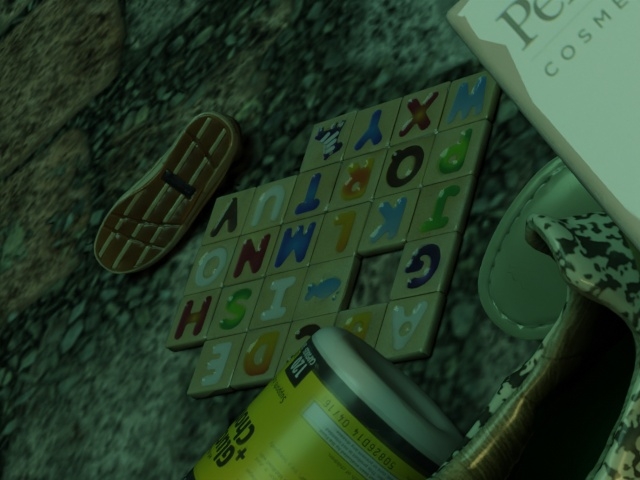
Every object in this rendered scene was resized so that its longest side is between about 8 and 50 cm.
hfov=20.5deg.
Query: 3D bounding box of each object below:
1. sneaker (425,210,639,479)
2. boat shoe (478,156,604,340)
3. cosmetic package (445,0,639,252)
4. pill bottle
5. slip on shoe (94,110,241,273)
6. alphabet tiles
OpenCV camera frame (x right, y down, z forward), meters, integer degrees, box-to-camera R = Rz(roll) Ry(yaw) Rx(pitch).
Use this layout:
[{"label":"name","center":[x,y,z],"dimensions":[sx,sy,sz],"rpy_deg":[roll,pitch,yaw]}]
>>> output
[{"label":"sneaker","center":[0.169,0.024,0.695],"dimensions":[0.410,0.182,0.158],"rpy_deg":[-53,33,-3]},{"label":"boat shoe","center":[0.173,-0.033,0.856],"dimensions":[0.228,0.069,0.081],"rpy_deg":[-44,73,20]},{"label":"cosmetic package","center":[0.241,0.011,0.505],"dimensions":[0.217,0.156,0.385],"rpy_deg":[-45,63,12]},{"label":"pill bottle","center":[-0.019,0.140,0.886],"dimensions":[0.184,0.103,0.103],"rpy_deg":[-48,33,5]},{"label":"slip on shoe","center":[-0.102,-0.032,1.215],"dimensions":[0.135,0.051,0.041],"rpy_deg":[-54,-8,11]},{"label":"alphabet tiles","center":[0.000,0.000,1.085],"dimensions":[0.237,0.009,0.198],"rpy_deg":[-14,49,43]}]
